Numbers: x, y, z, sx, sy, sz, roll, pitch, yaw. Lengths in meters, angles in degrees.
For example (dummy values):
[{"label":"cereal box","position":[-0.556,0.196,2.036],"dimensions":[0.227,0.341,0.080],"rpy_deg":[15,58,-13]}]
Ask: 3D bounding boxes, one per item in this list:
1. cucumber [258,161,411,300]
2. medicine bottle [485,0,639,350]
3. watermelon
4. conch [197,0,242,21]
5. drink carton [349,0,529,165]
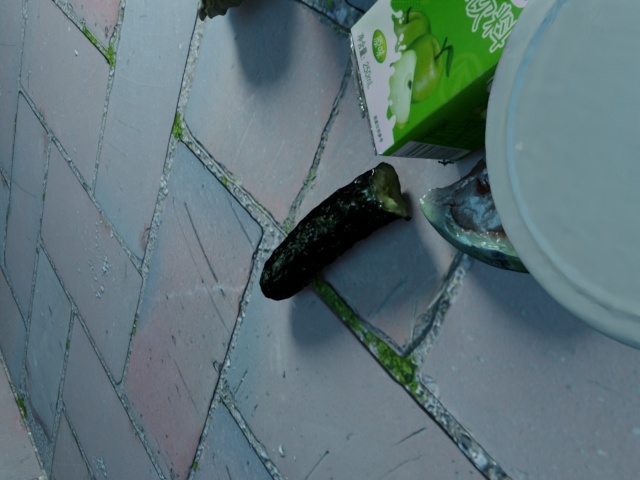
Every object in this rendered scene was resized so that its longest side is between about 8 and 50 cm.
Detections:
[{"label":"cucumber","position":[0.000,0.000,0.844],"dimensions":[0.303,0.072,0.081],"rpy_deg":[-35,67,48]},{"label":"medicine bottle","position":[0.257,-0.061,0.385],"dimensions":[0.238,0.232,0.237],"rpy_deg":[9,102,51]},{"label":"watermelon","position":[0.162,-0.043,0.643],"dimensions":[0.187,0.071,0.139],"rpy_deg":[29,112,47]},{"label":"conch","position":[-0.152,-0.399,0.947],"dimensions":[0.155,0.130,0.207],"rpy_deg":[-49,46,27]},{"label":"drink carton","position":[0.149,-0.194,0.594],"dimensions":[0.271,0.108,0.161],"rpy_deg":[-33,61,49]}]
